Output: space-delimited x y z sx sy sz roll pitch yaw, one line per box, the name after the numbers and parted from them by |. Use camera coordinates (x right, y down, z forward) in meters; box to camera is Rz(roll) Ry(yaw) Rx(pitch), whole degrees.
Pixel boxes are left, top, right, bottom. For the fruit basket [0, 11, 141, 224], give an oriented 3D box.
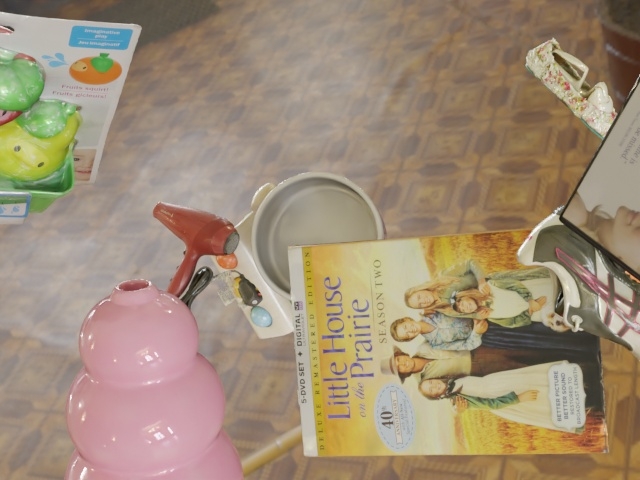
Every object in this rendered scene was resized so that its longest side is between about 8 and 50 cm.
-0.392 -0.141 1.026 0.326 0.353 0.166 1 71 -23 | fruit basket

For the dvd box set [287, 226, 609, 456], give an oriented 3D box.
0.170 0.141 1.265 0.420 0.308 0.062 -4 0 15 | dvd box set

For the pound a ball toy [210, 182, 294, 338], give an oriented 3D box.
-0.130 0.055 2.015 0.208 0.319 0.136 -14 23 40 | pound a ball toy

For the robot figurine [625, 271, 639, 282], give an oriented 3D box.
0.481 0.048 1.438 0.219 0.128 0.158 23 3 -4 | robot figurine

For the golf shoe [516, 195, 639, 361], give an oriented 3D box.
0.338 0.080 1.072 0.120 0.273 0.105 -35 6 -1 | golf shoe

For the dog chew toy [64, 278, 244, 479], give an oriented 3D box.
-0.195 0.205 1.032 0.206 0.332 0.206 -2 17 1 | dog chew toy

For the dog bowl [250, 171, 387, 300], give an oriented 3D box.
0.000 0.000 1.831 0.264 0.104 0.265 -1 84 12 | dog bowl

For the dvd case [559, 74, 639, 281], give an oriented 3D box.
0.360 -0.016 0.849 0.022 0.180 0.253 -20 52 -43 | dvd case

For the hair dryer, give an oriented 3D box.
-0.262 0.040 1.818 0.223 0.080 0.294 -24 67 1 | hair dryer

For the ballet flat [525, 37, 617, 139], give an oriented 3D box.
0.492 -0.288 1.735 0.241 0.077 0.091 44 40 5 | ballet flat
